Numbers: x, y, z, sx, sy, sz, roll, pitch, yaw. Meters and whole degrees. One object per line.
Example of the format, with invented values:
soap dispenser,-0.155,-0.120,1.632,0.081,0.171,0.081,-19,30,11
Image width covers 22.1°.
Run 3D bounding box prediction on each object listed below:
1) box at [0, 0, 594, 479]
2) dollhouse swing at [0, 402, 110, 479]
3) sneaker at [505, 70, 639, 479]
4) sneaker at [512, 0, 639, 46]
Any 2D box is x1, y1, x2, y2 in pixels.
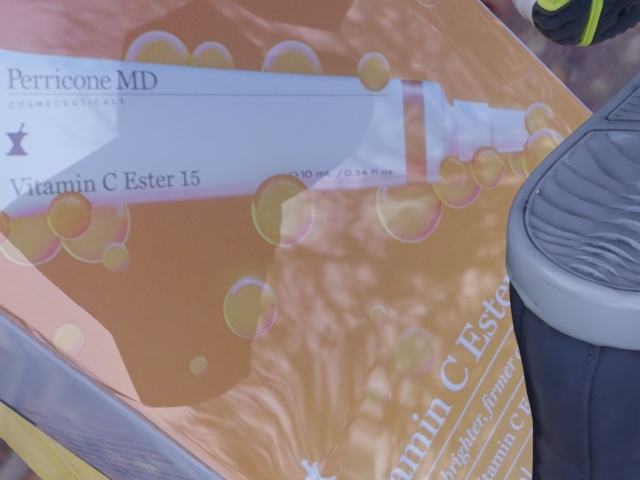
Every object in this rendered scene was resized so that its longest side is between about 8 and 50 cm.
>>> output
box,-0.050,-0.023,0.656,0.345,0.168,0.215,40,71,-24
dollhouse swing,0.000,0.000,1.041,0.347,0.305,0.315,-5,32,-45
sneaker,0.128,-0.003,0.479,0.222,0.118,0.083,-33,51,-31
sneaker,0.199,-0.307,0.962,0.145,0.385,0.147,6,34,-47
